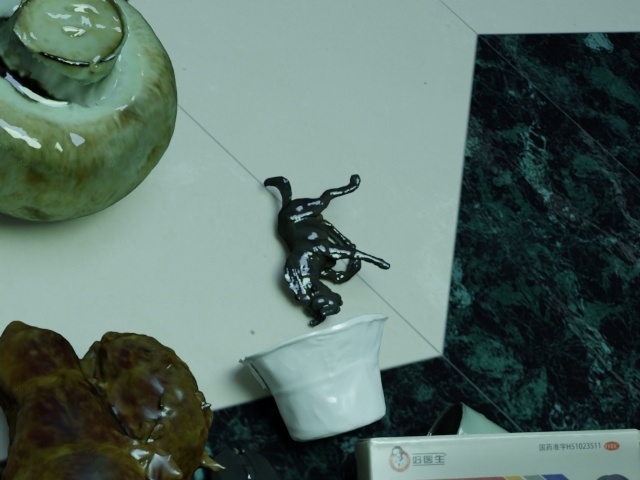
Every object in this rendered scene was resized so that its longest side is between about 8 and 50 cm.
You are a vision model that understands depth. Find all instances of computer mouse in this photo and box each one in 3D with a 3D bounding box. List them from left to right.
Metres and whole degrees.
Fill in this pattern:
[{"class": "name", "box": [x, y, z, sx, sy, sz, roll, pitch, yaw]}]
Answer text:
[{"class": "computer mouse", "box": [-0.075, 0.305, 1.257, 0.099, 0.057, 0.172, 1, 53, -28]}]

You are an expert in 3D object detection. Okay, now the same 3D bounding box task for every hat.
[{"class": "hat", "box": [0.009, 0.173, 1.349, 0.203, 0.203, 0.126, -13, 80, -37]}]

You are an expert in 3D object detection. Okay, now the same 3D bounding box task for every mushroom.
[{"class": "mushroom", "box": [-0.342, -0.185, 1.339, 0.352, 0.260, 0.352, 15, 55, -23]}]

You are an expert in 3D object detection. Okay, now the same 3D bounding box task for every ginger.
[{"class": "ginger", "box": [-0.211, 0.266, 1.128, 0.254, 0.176, 0.418, 5, 48, -20]}]

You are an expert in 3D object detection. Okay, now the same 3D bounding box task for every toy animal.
[{"class": "toy animal", "box": [0.000, 0.000, 1.523, 0.148, 0.084, 0.233, -3, 61, -31]}]

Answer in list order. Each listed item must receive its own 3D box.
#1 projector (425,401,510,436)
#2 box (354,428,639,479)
[{"class": "projector", "box": [0.290, 0.336, 1.418, 0.337, 0.108, 0.108, 32, 46, -6]}, {"class": "box", "box": [0.221, 0.337, 1.309, 0.353, 0.069, 0.214, 2, 77, -17]}]
